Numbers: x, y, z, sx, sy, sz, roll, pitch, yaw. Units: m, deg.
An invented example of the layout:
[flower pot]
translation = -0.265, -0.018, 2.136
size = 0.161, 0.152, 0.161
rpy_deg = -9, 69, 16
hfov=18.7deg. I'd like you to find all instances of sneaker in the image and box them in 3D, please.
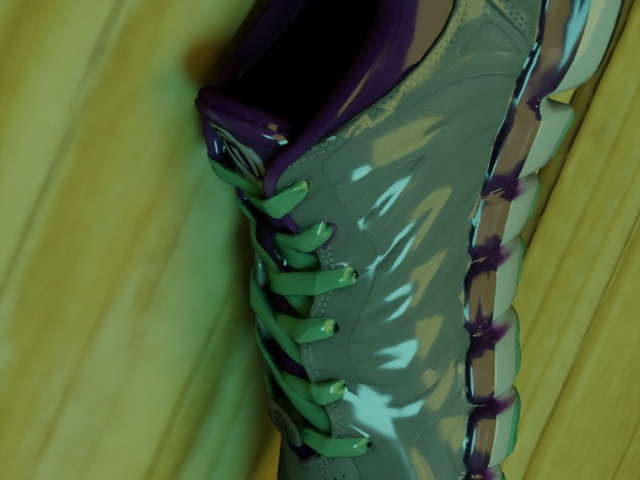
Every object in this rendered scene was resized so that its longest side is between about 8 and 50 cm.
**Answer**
[sneaker]
translation = 0.000, 0.000, 0.481
size = 0.098, 0.083, 0.223
rpy_deg = 0, 109, -36
